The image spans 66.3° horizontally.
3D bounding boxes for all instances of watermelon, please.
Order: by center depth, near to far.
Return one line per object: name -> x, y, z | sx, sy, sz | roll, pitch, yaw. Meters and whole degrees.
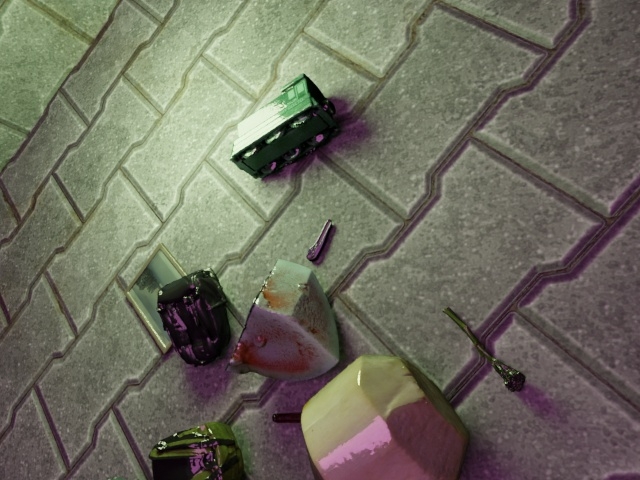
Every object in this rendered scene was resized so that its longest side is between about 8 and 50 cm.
watermelon -> -0.088, 0.213, 1.140 | 0.290, 0.213, 0.319 | 33, 81, 31

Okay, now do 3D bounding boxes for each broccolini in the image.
broccolini -> 0.329, 0.222, 1.009 | 0.044, 0.042, 0.218 | -50, 52, 10

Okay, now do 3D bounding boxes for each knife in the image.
knife -> 0.000, 0.000, 1.269 | 0.031, 0.018, 0.121 | 25, 87, 31

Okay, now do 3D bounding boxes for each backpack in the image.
backpack -> -0.309, 0.561, 1.206 | 0.253, 0.140, 0.207 | -34, 64, 22
backpack -> -0.342, 0.212, 1.337 | 0.206, 0.133, 0.258 | -24, 82, 20

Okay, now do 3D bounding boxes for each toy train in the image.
toy train -> -0.105, -0.313, 1.362 | 0.330, 0.138, 0.178 | -26, 55, 24

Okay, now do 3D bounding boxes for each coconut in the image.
coconut -> 0.107, 0.382, 0.935 | 0.323, 0.323, 0.322 | -9, 71, 28

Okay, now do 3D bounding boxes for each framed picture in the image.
framed picture -> -0.478, 0.169, 1.493 | 0.289, 0.016, 0.213 | 42, 98, 32

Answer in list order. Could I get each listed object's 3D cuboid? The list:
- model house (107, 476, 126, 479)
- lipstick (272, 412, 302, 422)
model house -> -0.578, 0.848, 1.256 | 0.295, 0.252, 0.329 | 45, 125, 9
lipstick -> -0.040, 0.421, 1.161 | 0.177, 0.027, 0.027 | -12, 70, 28
